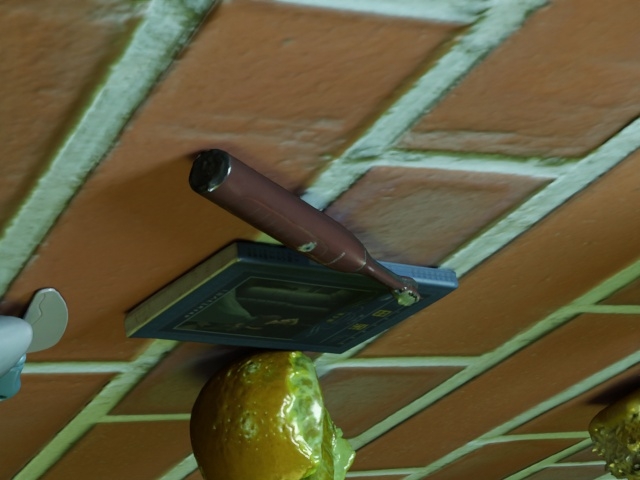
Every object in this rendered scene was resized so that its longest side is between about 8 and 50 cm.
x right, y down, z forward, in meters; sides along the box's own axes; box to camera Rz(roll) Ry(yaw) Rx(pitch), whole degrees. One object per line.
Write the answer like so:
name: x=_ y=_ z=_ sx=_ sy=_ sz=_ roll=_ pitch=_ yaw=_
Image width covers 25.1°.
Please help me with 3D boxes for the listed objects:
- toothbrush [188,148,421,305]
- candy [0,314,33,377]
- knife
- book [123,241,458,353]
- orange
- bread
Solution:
toothbrush: x=0.000 y=-0.001 z=1.204 sx=0.041 sy=0.041 sz=0.364 roll=-19 pitch=155 yaw=22
candy: x=-0.354 y=0.118 z=1.274 sx=0.138 sy=0.071 sz=0.174 roll=-30 pitch=172 yaw=41
knife: x=-0.280 y=0.099 z=1.372 sx=0.058 sy=0.032 sz=0.244 roll=5 pitch=150 yaw=-30
book: x=-0.026 y=0.060 z=1.379 sx=0.269 sy=0.025 sz=0.191 roll=9 pitch=152 yaw=-39
orange: x=-0.056 y=0.217 z=1.549 sx=0.158 sy=0.179 sz=0.237 roll=-14 pitch=161 yaw=5
bread: x=0.484 y=0.244 z=1.942 sx=0.174 sy=0.121 sz=0.245 roll=-8 pitch=156 yaw=-29
